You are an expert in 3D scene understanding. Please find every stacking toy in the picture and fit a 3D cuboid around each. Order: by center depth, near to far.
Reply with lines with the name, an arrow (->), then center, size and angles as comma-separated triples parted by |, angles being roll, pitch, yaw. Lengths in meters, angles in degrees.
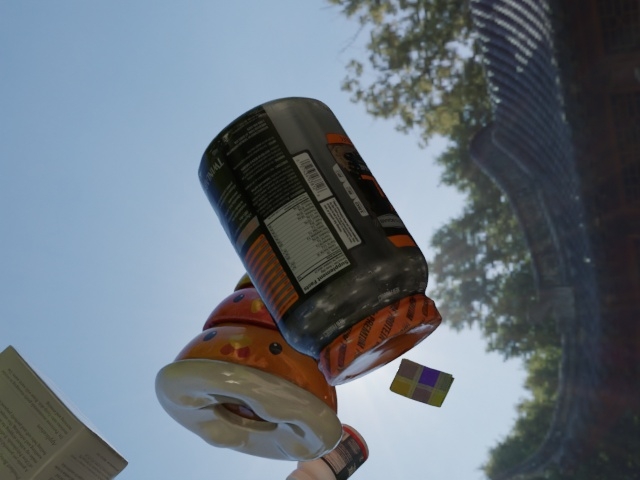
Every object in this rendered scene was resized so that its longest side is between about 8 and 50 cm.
stacking toy -> -0.084, 0.149, 1.547 | 0.350, 0.351, 0.480 | 53, -138, -42

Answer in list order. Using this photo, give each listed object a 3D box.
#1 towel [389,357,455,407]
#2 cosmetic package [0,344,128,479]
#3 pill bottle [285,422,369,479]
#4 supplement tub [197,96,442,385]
towel -> 0.146, 0.207, 1.169 | 0.060, 0.083, 0.009 | -57, -28, -31
cosmetic package -> -0.465, 0.342, 1.039 | 0.365, 0.197, 0.155 | -44, -32, -16
pill bottle -> 0.012, 0.490, 1.745 | 0.180, 0.108, 0.108 | -34, -63, -39
supplement tub -> 0.000, 0.000, 1.031 | 0.207, 0.207, 0.338 | 4, -128, -58
